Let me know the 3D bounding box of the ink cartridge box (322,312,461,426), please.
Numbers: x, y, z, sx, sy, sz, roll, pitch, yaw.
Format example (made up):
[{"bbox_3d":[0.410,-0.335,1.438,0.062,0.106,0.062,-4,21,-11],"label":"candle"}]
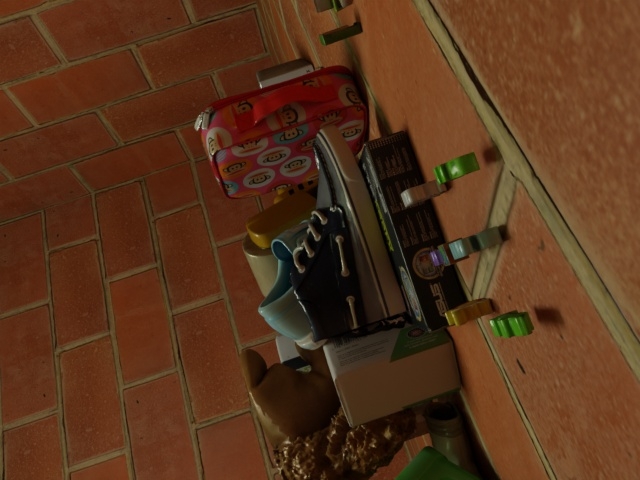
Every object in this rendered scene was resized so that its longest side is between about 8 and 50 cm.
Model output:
[{"bbox_3d":[0.105,0.177,1.106,0.278,0.202,0.117,-113,5,-63],"label":"ink cartridge box"}]

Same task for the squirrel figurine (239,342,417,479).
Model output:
[{"bbox_3d":[0.071,0.337,1.241,0.397,0.371,0.280,-122,10,-62],"label":"squirrel figurine"}]

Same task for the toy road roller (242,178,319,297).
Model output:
[{"bbox_3d":[-0.036,-0.038,1.328,0.241,0.330,0.202,36,151,47],"label":"toy road roller"}]

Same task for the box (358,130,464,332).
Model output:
[{"bbox_3d":[0.126,-0.006,0.904,0.216,0.060,0.269,86,166,-87],"label":"box"}]

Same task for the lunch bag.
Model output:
[{"bbox_3d":[-0.064,-0.192,1.079,0.258,0.293,0.120,91,159,-72],"label":"lunch bag"}]

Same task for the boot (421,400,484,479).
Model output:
[{"bbox_3d":[0.240,0.389,1.168,0.213,0.077,0.164,156,95,-81],"label":"boot"}]

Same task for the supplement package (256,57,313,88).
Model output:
[{"bbox_3d":[-0.079,-0.387,1.696,0.203,0.150,0.194,-111,3,-67],"label":"supplement package"}]

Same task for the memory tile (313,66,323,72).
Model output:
[{"bbox_3d":[0.009,-0.366,1.477,0.148,0.012,0.113,-115,7,-75],"label":"memory tile"}]

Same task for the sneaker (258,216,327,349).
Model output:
[{"bbox_3d":[0.000,0.000,1.081,0.150,0.135,0.365,33,-117,-27],"label":"sneaker"}]

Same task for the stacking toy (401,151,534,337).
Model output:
[{"bbox_3d":[0.151,0.007,0.620,0.221,0.052,0.166,120,130,-85],"label":"stacking toy"}]

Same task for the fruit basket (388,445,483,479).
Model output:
[{"bbox_3d":[0.168,0.553,1.045,0.392,0.283,0.391,22,126,35],"label":"fruit basket"}]

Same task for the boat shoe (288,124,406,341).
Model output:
[{"bbox_3d":[0.011,-0.002,0.953,0.127,0.158,0.340,90,161,-85],"label":"boat shoe"}]

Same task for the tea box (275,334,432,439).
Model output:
[{"bbox_3d":[0.090,0.385,1.619,0.220,0.329,0.323,75,175,-55],"label":"tea box"}]

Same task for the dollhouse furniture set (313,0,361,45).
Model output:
[{"bbox_3d":[0.009,-0.362,0.865,0.076,0.059,0.151,-115,6,-68],"label":"dollhouse furniture set"}]
